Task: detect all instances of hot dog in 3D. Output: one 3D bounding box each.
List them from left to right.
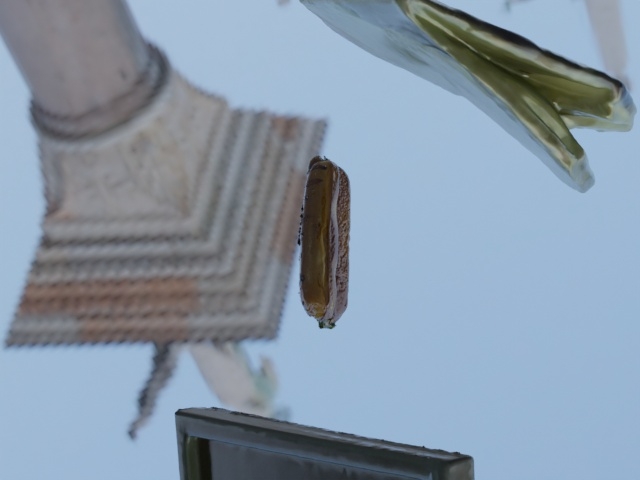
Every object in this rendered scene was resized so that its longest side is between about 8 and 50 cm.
[{"bbox_3d":[0.000,0.000,1.315,0.037,0.049,0.122,-3,-105,17],"label":"hot dog"}]

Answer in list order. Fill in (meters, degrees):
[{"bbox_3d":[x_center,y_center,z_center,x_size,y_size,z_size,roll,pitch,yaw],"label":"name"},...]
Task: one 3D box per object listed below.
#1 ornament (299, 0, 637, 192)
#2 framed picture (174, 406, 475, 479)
[{"bbox_3d":[0.068,-0.109,1.047,0.201,0.180,0.059,32,-89,24],"label":"ornament"},{"bbox_3d":[0.009,0.346,1.290,0.028,0.446,0.326,-7,-174,-34],"label":"framed picture"}]
